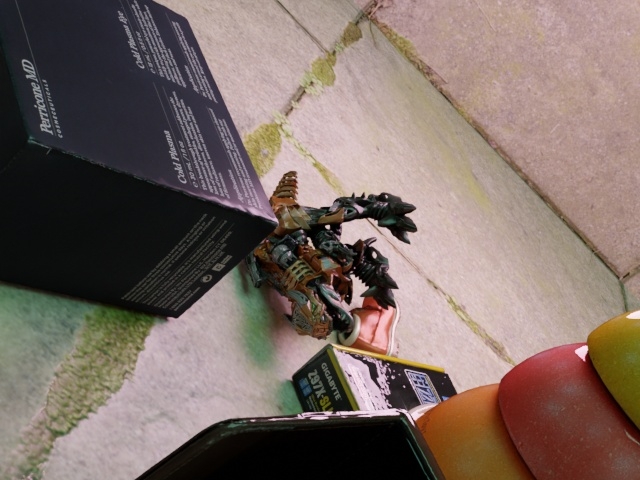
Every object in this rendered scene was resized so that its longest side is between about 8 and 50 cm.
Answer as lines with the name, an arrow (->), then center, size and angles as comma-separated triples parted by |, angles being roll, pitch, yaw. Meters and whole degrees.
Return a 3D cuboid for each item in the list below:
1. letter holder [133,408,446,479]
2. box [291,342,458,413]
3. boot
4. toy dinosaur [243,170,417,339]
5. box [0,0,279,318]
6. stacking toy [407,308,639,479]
letter holder -> -0.072, 0.251, 0.640 | 0.214, 0.302, 0.152 | 13, 42, -52
box -> 0.124, 0.290, 1.187 | 0.257, 0.079, 0.322 | 21, 36, -49
boot -> 0.065, 0.109, 1.379 | 0.084, 0.059, 0.158 | 34, 29, -19
toy dinosaur -> 0.000, 0.000, 1.313 | 0.218, 0.164, 0.322 | -1, 58, -17
box -> -0.257, -0.125, 1.033 | 0.312, 0.179, 0.343 | 21, 36, -48
stacking toy -> 0.329, 0.187, 0.986 | 0.350, 0.480, 0.350 | 34, 25, -18
